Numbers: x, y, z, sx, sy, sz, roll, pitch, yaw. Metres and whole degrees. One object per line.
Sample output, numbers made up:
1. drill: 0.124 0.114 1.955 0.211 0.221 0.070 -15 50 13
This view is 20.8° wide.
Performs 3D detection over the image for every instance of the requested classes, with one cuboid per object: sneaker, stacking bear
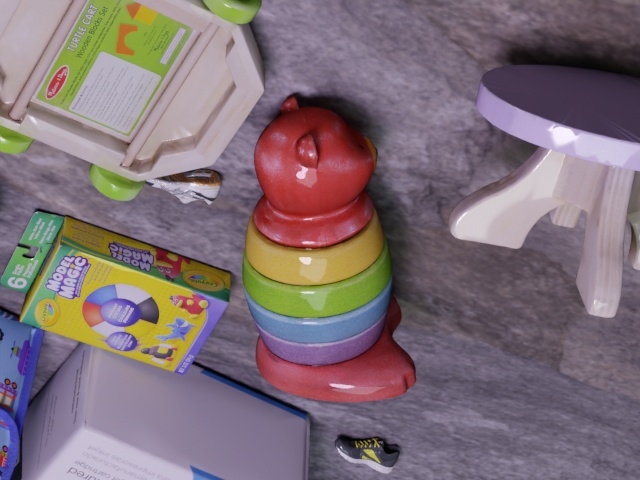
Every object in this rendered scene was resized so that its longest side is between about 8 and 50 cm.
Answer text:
1. sneaker: -0.144 -0.053 1.765 0.083 0.032 0.037 10 132 -8
2. sneaker: 0.055 0.244 2.045 0.083 0.031 0.035 22 116 -24
3. stacking bear: 0.000 0.000 1.740 0.164 0.175 0.289 -7 123 -3

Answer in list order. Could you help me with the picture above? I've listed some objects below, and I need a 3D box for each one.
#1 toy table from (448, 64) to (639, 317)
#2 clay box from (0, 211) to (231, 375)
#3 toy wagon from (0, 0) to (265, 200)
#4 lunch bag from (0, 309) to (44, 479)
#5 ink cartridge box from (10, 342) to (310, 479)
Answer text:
1. toy table: 0.266 -0.054 1.638 0.274 0.252 0.161 14 116 2
2. clay box: -0.221 0.057 1.853 0.222 0.053 0.127 19 130 -17
3. toy wagon: -0.226 -0.184 1.623 0.344 0.068 0.267 23 128 -19
4. lunch bag: -0.430 0.185 1.809 0.221 0.293 0.138 28 127 -24
5. ink cartridge box: -0.235 0.317 2.016 0.285 0.166 0.395 26 128 -21
